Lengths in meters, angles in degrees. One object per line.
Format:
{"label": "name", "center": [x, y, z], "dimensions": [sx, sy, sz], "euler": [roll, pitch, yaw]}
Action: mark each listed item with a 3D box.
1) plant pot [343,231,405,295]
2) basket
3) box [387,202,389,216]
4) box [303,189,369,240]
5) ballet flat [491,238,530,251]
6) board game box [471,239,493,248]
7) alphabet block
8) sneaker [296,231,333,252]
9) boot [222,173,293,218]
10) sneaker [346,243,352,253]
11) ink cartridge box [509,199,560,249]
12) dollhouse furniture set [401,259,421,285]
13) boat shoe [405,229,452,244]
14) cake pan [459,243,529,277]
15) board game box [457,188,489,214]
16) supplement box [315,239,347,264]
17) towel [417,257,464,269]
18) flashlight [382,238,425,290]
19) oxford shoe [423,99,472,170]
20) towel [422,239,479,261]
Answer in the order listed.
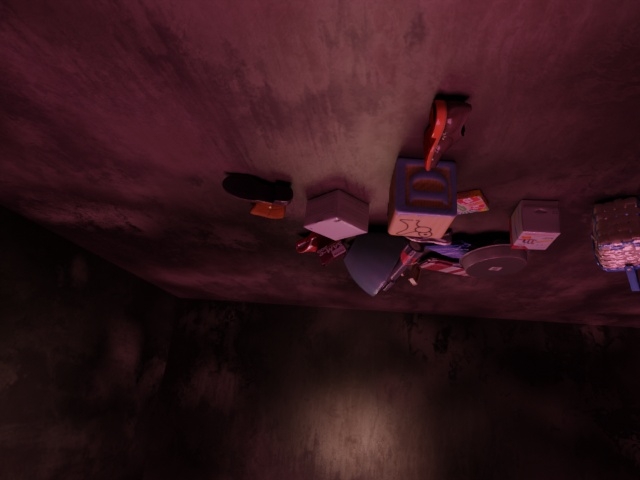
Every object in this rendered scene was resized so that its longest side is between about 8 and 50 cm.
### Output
{"label": "plant pot", "center": [0.219, 0.073, 1.981], "dimensions": [0.195, 0.290, 0.290], "euler": [30, 160, 2]}
{"label": "basket", "center": [1.057, 0.010, 1.543], "dimensions": [0.201, 0.255, 0.289], "euler": [-11, 144, 33]}
{"label": "box", "center": [0.290, -0.124, 1.678], "dimensions": [0.062, 0.052, 0.083], "euler": [8, 161, -3]}
{"label": "box", "center": [0.063, -0.094, 1.727], "dimensions": [0.182, 0.119, 0.181], "euler": [23, 155, -39]}
{"label": "ballet flat", "center": [0.831, 0.018, 1.949], "dimensions": [0.168, 0.057, 0.052], "euler": [11, -172, -3]}
{"label": "board game box", "center": [0.757, 0.043, 2.045], "dimensions": [0.133, 0.033, 0.169], "euler": [3, 160, 7]}
{"label": "alphabet block", "center": [0.323, -0.131, 1.440], "dimensions": [0.192, 0.193, 0.197], "euler": [6, 161, 3]}
{"label": "sneaker", "center": [0.000, 0.000, 2.112], "dimensions": [0.221, 0.087, 0.128], "euler": [-15, 172, 37]}
{"label": "boot", "center": [-0.248, -0.162, 1.723], "dimensions": [0.264, 0.096, 0.280], "euler": [2, 169, -13]}
{"label": "sneaker", "center": [0.262, 0.067, 2.159], "dimensions": [0.271, 0.100, 0.108], "euler": [7, 154, -5]}
{"label": "ink cartridge box", "center": [0.776, -0.055, 1.624], "dimensions": [0.128, 0.127, 0.176], "euler": [2, 159, 11]}
{"label": "dollhouse furniture set", "center": [0.477, 0.127, 2.197], "dimensions": [0.123, 0.144, 0.151], "euler": [-24, 115, 40]}
{"label": "boat shoe", "center": [0.462, -0.031, 1.914], "dimensions": [0.206, 0.075, 0.065], "euler": [9, 118, 7]}
{"label": "cake pan", "center": [0.763, 0.098, 1.958], "dimensions": [0.293, 0.054, 0.293], "euler": [-1, 155, 0]}
{"label": "board game box", "center": [0.472, -0.130, 1.645], "dimensions": [0.259, 0.039, 0.124], "euler": [-5, 157, 34]}
{"label": "supplement box", "center": [0.049, 0.059, 2.072], "dimensions": [0.130, 0.073, 0.239], "euler": [-30, 174, -3]}
{"label": "towel", "center": [0.677, 0.139, 2.282], "dimensions": [0.329, 0.037, 0.237], "euler": [10, 170, -1]}
{"label": "flashlight", "center": [0.367, 0.106, 2.084], "dimensions": [0.103, 0.103, 0.304], "euler": [-26, 159, -41]}
{"label": "oxford shoe", "center": [0.334, -0.270, 1.199], "dimensions": [0.098, 0.097, 0.271], "euler": [-2, 160, 3]}
{"label": "towel", "center": [0.659, 0.065, 2.069], "dimensions": [0.336, 0.040, 0.243], "euler": [20, 167, -34]}
